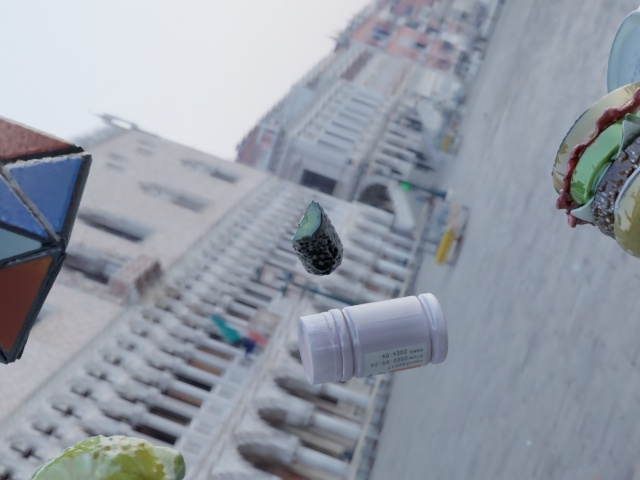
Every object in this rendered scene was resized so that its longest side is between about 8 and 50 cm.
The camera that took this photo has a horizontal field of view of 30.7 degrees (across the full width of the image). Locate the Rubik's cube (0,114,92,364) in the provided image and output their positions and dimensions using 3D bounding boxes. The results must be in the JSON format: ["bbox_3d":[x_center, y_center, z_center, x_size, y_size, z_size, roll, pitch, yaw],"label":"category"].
[{"bbox_3d":[-0.482,-0.017,1.619,0.250,0.246,0.248,-59,18,31],"label":"Rubik's cube"}]

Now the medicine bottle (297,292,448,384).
[{"bbox_3d":[0.093,0.176,2.083,0.133,0.249,0.133,171,90,-78],"label":"medicine bottle"}]

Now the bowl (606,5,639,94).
[{"bbox_3d":[0.413,-0.197,1.342,0.238,0.126,0.238,-175,90,-79],"label":"bowl"}]

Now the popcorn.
[{"bbox_3d":[-0.255,0.382,1.412,0.225,0.276,0.276,-59,6,49],"label":"popcorn"}]

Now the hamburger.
[{"bbox_3d":[0.325,-0.061,1.138,0.175,0.137,0.175,-23,-41,-22],"label":"hamburger"}]

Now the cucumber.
[{"bbox_3d":[0.002,0.003,1.854,0.078,0.062,0.211,-62,-9,-10],"label":"cucumber"}]
